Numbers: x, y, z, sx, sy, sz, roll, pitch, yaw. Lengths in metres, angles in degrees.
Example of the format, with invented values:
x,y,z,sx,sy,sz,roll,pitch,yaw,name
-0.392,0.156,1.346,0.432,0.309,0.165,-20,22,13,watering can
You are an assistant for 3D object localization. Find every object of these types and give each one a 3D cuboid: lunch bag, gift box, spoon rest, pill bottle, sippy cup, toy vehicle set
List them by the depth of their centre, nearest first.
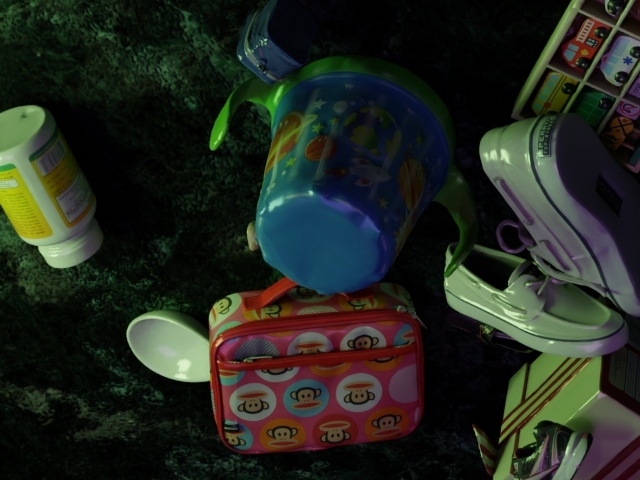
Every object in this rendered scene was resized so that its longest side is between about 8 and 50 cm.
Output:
x,y,z,sx,sy,sz,roll,pitch,yaw,name
0.341,-0.205,1.711,0.166,0.035,0.267,23,136,-2,toy vehicle set
-0.054,-0.230,1.789,0.067,0.098,0.065,39,136,-25,lunch bag
0.029,-0.065,1.828,0.306,0.224,0.240,3,133,17,sippy cup
0.361,0.238,1.988,0.276,0.255,0.258,34,125,-5,gift box
-0.371,-0.067,2.050,0.118,0.117,0.208,-5,130,24,pill bottle
-0.006,0.156,2.078,0.293,0.120,0.258,-6,123,-4,lunch bag
-0.154,0.153,2.205,0.276,0.084,0.137,-4,130,23,spoon rest

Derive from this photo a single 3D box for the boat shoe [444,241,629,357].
x,y,z,sx,sy,sz,roll,pitch,yaw,name
0.265,0.065,1.921,0.267,0.096,0.088,25,136,43,boat shoe

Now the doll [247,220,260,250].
x,y,z,sx,sy,sz,roll,pitch,yaw,name
0.000,0.000,1.986,0.189,0.129,0.046,4,101,27,doll

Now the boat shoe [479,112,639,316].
x,y,z,sx,sy,sz,roll,pitch,yaw,name
0.288,-0.020,1.818,0.156,0.135,0.367,-1,152,36,boat shoe

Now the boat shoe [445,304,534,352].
x,y,z,sx,sy,sz,roll,pitch,yaw,name
0.230,0.115,2.057,0.133,0.042,0.049,15,137,8,boat shoe

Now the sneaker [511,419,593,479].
x,y,z,sx,sy,sz,roll,pitch,yaw,name
0.263,0.286,1.863,0.077,0.072,0.178,30,117,12,sneaker
